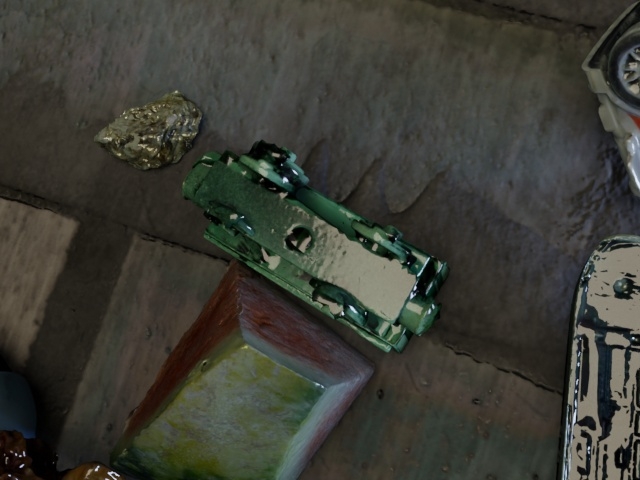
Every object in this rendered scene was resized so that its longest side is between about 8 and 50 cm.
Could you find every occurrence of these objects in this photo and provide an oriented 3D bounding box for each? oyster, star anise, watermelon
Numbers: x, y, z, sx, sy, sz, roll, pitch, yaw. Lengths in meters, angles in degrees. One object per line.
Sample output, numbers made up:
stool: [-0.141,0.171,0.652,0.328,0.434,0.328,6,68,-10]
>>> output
oyster: [-0.185,-0.124,0.882,0.098,0.037,0.100,33,90,16]
star anise: [-0.240,0.244,0.724,0.190,0.220,0.126,30,87,1]
watermelon: [-0.085,0.133,0.749,0.193,0.232,0.310,38,135,14]

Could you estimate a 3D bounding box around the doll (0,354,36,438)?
doll: [-0.405,0.152,0.835,0.314,0.177,0.141,52,136,25]

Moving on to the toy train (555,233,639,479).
toy train: [0.247,0.200,0.695,0.086,0.088,0.407,5,82,13]

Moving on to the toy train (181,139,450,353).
toy train: [0.000,0.000,0.755,0.269,0.154,0.115,30,90,17]

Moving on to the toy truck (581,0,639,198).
toy truck: [0.410,-0.112,0.591,0.387,0.207,0.173,2,36,43]
